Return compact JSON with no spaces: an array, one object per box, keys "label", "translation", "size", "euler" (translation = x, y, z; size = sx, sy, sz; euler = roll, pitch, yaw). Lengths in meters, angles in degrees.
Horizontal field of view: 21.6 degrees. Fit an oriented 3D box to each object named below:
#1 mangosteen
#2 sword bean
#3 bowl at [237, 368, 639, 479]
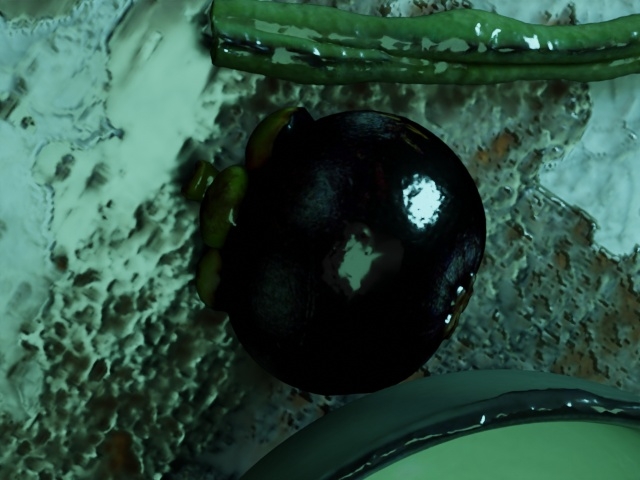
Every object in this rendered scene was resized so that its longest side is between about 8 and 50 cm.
[{"label":"mangosteen","translation":[0.000,0.000,0.795],"size":[0.151,0.137,0.137],"euler":[23,94,18]},{"label":"sword bean","translation":[0.076,-0.099,0.834],"size":[0.269,0.038,0.043],"euler":[-2,125,-14]},{"label":"bowl","translation":[0.067,0.210,0.799],"size":[0.354,0.185,0.353],"euler":[-4,106,-15]}]
